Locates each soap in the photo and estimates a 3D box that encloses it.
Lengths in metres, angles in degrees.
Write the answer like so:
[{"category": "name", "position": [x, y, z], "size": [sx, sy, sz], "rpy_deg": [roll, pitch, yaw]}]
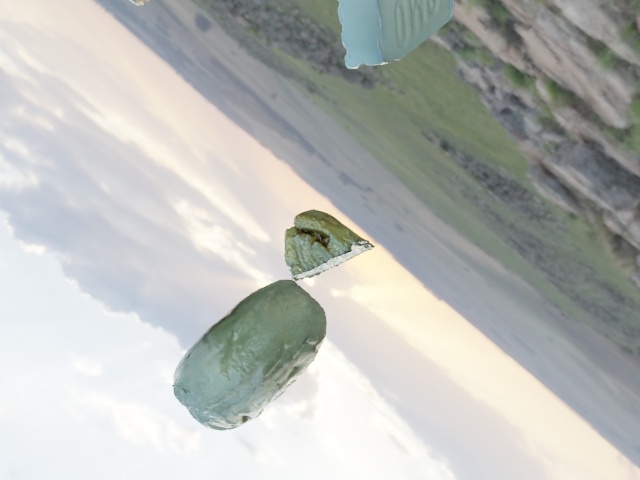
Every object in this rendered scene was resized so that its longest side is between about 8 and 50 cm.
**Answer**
[{"category": "soap", "position": [0.100, -0.305, 1.051], "size": [0.063, 0.198, 0.114], "rpy_deg": [12, 129, 33]}]

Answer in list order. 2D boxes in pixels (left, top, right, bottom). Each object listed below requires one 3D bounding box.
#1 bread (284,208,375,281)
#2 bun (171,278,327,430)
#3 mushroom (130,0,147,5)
[{"category": "bread", "position": [0.005, -0.004, 1.433], "size": [0.103, 0.156, 0.110], "rpy_deg": [48, -160, -72]}, {"category": "bun", "position": [-0.075, 0.147, 1.020], "size": [0.108, 0.221, 0.221], "rpy_deg": [42, -177, 16]}, {"category": "mushroom", "position": [-0.359, -0.591, 1.751], "size": [0.094, 0.209, 0.072], "rpy_deg": [33, 164, -4]}]
